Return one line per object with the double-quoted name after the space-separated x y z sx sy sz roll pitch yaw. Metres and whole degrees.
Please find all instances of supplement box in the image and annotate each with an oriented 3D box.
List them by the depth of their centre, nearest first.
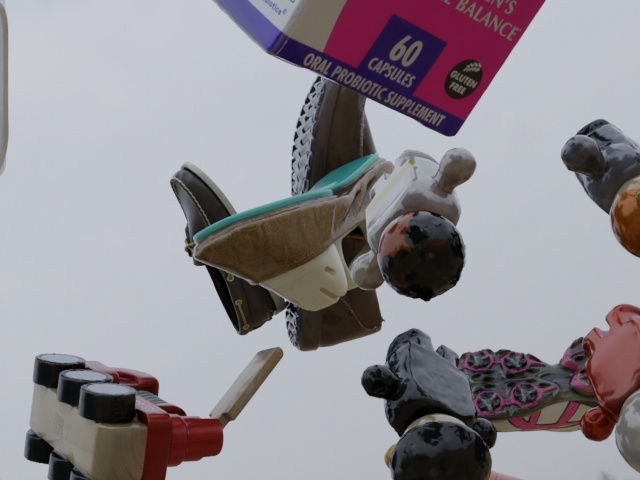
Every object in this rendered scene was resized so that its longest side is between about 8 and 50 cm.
0.052 -0.173 0.425 0.111 0.114 0.220 17 -68 -40 "supplement box"

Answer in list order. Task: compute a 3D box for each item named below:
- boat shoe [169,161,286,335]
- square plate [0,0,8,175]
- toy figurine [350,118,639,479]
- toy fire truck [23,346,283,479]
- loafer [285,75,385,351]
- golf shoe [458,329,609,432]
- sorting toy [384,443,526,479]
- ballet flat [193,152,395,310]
-0.122 0.013 1.236 0.068 0.228 0.081 -38 24 -18 "boat shoe"
-0.484 -0.173 1.349 0.049 0.347 0.344 10 -63 4 "square plate"
0.126 0.043 0.612 0.213 0.148 0.210 -5 -66 3 "toy figurine"
-0.182 0.185 1.158 0.246 0.158 0.217 5 4 -35 "toy fire truck"
0.033 -0.044 1.277 0.130 0.366 0.134 5 1 -12 "loafer"
0.170 0.128 0.809 0.186 0.067 0.086 -8 -47 2 "golf shoe"
0.085 0.246 0.861 0.127 0.126 0.365 -53 -9 11 "sorting toy"
0.000 0.000 1.064 0.116 0.124 0.342 -22 4 29 "ballet flat"
